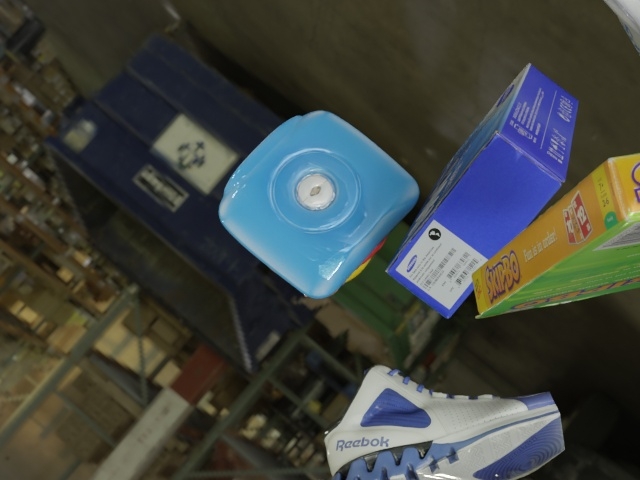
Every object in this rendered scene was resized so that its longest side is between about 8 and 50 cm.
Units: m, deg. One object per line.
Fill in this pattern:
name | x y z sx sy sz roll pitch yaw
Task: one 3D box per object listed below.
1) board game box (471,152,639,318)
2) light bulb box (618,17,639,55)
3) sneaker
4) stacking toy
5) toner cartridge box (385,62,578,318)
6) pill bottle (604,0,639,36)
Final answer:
board game box | 0.165 -0.001 0.555 0.259 0.124 0.039 109 150 -73
light bulb box | 0.617 -0.290 1.330 0.225 0.358 0.361 50 -169 -28
sneaker | 0.136 0.226 1.334 0.127 0.315 0.182 75 176 -48
stacking toy | 0.000 0.000 1.209 0.165 0.175 0.302 40 166 15
toner cartridge box | 0.172 -0.064 1.049 0.075 0.165 0.348 38 -156 0
pill bottle | 0.408 -0.344 1.094 0.152 0.272 0.152 43 -164 -15
